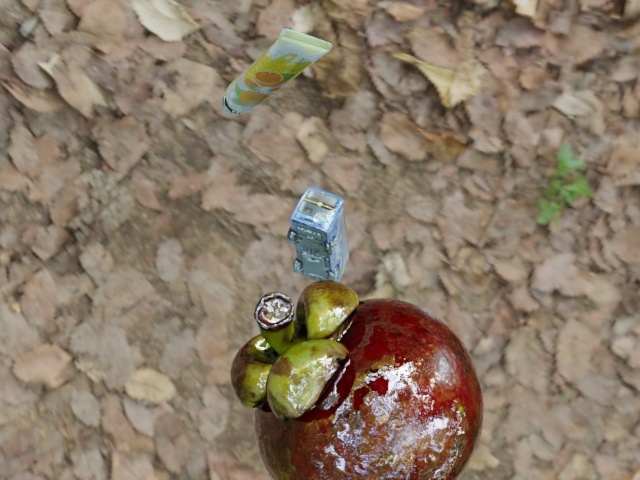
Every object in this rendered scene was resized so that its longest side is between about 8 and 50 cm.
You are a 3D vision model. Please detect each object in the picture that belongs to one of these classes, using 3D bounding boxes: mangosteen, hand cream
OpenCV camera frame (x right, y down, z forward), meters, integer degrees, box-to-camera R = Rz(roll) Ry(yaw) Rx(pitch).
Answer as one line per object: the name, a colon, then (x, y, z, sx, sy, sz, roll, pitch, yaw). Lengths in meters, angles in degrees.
mangosteen: (0.023, 0.135, 1.170, 0.215, 0.215, 0.257, -48, 128, -3)
hand cream: (-0.033, -0.104, 0.823, 0.035, 0.102, 0.022, 16, 65, -27)

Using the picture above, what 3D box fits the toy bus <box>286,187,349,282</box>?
toy bus: (0.000, 0.000, 1.403, 0.051, 0.153, 0.061, 18, 66, 13)
